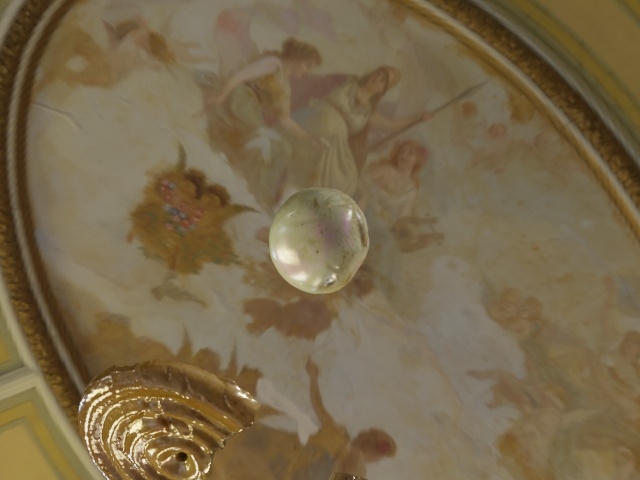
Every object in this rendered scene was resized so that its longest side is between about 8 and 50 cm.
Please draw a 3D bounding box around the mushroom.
[{"bbox_3d":[0.000,0.000,0.750,0.083,0.067,0.083,-2,-94,31],"label":"mushroom"}]

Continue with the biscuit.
[{"bbox_3d":[-0.161,0.179,0.919,0.144,0.033,0.224,39,-51,-10],"label":"biscuit"}]

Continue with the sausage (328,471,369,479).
[{"bbox_3d":[-0.001,0.357,0.924,0.066,0.301,0.066,9,-49,11],"label":"sausage"}]
